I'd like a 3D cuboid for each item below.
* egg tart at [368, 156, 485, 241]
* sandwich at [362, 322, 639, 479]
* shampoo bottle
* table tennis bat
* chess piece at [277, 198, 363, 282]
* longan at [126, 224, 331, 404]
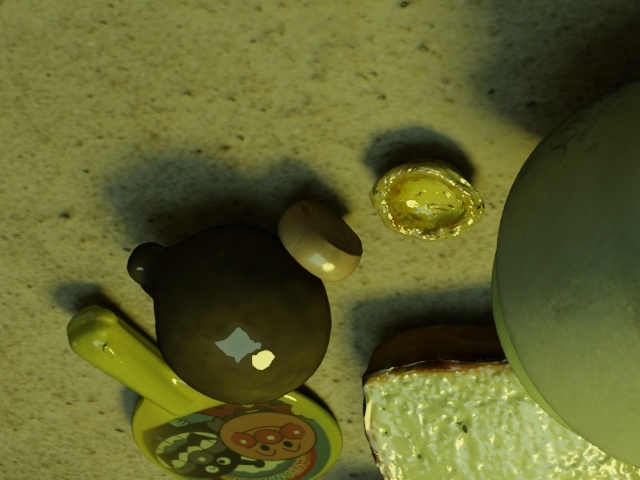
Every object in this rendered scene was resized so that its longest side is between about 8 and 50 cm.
[{"bbox_3d":[0.097,-0.042,1.636,0.105,0.039,0.105,6,140,5],"label":"egg tart"},{"bbox_3d":[0.200,0.197,1.811,0.301,0.099,0.271,-7,115,21],"label":"sandwich"},{"bbox_3d":[0.305,0.023,1.442,0.322,0.322,0.317,22,161,-14],"label":"shampoo bottle"},{"bbox_3d":[-0.129,0.177,1.932,0.224,0.054,0.368,-21,135,30],"label":"table tennis bat"},{"bbox_3d":[0.000,0.000,1.672,0.083,0.084,0.038,33,113,-25],"label":"chess piece"},{"bbox_3d":[-0.089,0.065,1.710,0.204,0.159,0.185,30,147,-4],"label":"longan"}]
